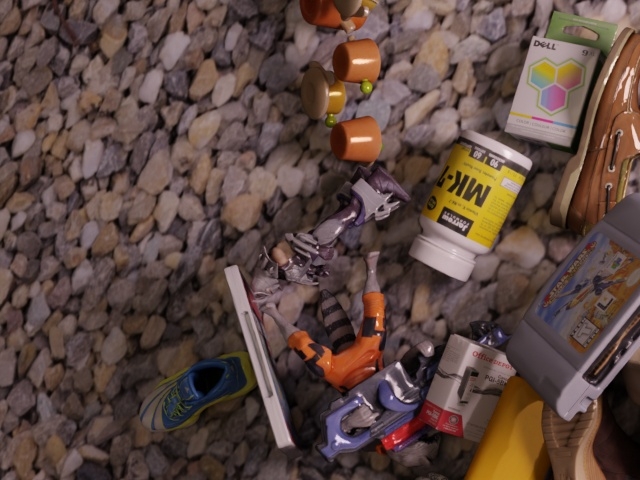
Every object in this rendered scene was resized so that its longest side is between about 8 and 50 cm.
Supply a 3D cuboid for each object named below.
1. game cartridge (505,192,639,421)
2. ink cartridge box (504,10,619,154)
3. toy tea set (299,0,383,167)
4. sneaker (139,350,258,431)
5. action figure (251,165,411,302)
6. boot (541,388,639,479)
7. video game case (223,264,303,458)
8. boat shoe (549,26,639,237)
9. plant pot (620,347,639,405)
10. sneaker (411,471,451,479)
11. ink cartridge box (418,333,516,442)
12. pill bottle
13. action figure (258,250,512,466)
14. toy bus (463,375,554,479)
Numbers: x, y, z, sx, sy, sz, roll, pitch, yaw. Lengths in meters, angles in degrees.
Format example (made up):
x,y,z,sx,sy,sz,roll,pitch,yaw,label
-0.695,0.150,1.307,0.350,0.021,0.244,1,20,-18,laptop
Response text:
x,y,z,sx,sy,sz,roll,pitch,yaw,label
0.369,0.078,1.605,0.297,0.062,0.198,-53,27,6,game cartridge
0.363,-0.244,1.839,0.109,0.062,0.209,17,90,26,ink cartridge box
0.060,-0.287,1.959,0.200,0.124,0.336,20,113,58,toy tea set
-0.219,0.243,1.998,0.240,0.126,0.091,-30,71,17,sneaker
0.000,0.000,1.889,0.285,0.185,0.099,-41,88,-11,action figure
0.396,0.282,1.680,0.090,0.207,0.248,-4,80,46,boot
-0.087,0.194,1.907,0.025,0.204,0.285,-18,75,0,video game case
0.434,-0.150,1.778,0.104,0.110,0.307,21,101,21,boat shoe
0.570,0.240,1.571,0.323,0.323,0.280,-13,95,22,plant pot
0.103,0.415,1.851,0.270,0.145,0.090,-27,79,56,sneaker
0.217,0.216,1.777,0.056,0.099,0.135,23,92,64,ink cartridge box
0.222,-0.051,1.845,0.119,0.119,0.208,27,94,25,pill bottle
0.110,0.189,1.876,0.341,0.178,0.330,-24,78,-11,action figure
0.284,0.308,1.735,0.108,0.130,0.333,21,80,25,toy bus
